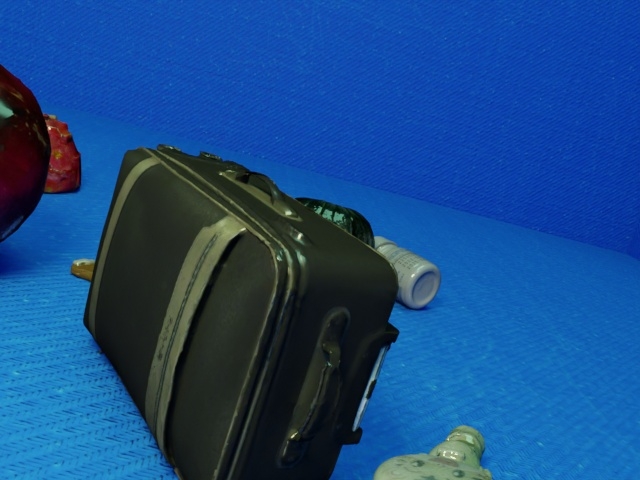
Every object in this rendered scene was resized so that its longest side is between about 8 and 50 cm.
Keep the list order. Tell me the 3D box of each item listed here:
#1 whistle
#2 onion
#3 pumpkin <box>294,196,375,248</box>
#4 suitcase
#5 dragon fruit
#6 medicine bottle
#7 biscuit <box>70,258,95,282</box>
[{"bbox_3d":[0.129,0.252,0.683,0.126,0.067,0.258,8,5,21],"label":"whistle"},{"bbox_3d":[-0.559,-0.112,0.955,0.347,0.348,0.385,15,-22,-5],"label":"onion"},{"bbox_3d":[0.000,0.000,1.331,0.220,0.162,0.220,18,4,-1],"label":"pumpkin"},{"bbox_3d":[-0.114,0.058,0.718,0.194,0.283,0.434,8,17,-39],"label":"suitcase"},{"bbox_3d":[-0.614,-0.193,1.490,0.189,0.163,0.261,40,1,-28],"label":"dragon fruit"},{"bbox_3d":[0.160,0.066,1.374,0.105,0.105,0.168,4,18,-39],"label":"medicine bottle"},{"bbox_3d":[-0.285,0.072,1.006,0.138,0.031,0.205,3,20,-43],"label":"biscuit"}]
